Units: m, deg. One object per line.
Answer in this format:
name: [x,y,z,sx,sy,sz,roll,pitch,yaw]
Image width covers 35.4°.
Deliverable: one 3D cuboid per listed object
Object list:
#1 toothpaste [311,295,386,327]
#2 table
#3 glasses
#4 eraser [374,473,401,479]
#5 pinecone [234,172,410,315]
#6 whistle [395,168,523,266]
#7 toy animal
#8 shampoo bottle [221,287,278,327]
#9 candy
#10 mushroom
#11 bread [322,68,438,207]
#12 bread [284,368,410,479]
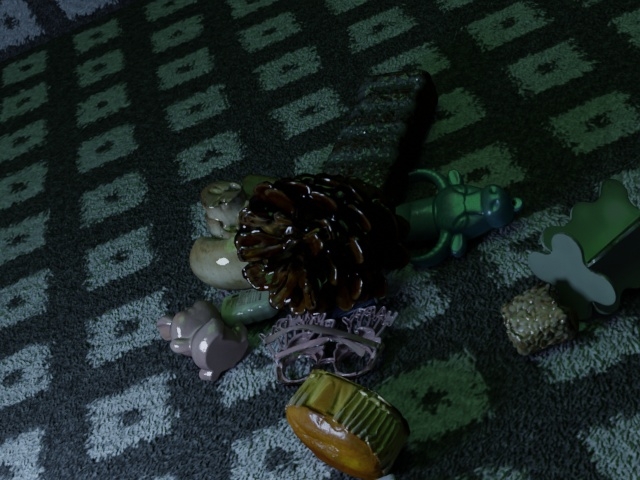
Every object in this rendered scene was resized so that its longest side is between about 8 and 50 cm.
toothpaste: [0.051,0.123,1.766,0.140,0.021,0.037,-24,39,4]
table: [0.454,0.006,1.575,0.198,0.166,0.167,-35,37,-26]
glasses: [0.001,0.155,1.697,0.256,0.095,0.162,-6,36,20]
eraser: [-0.060,0.455,1.364,0.397,0.082,0.213,-22,37,4]
pinecone: [-0.001,0.007,1.690,0.296,0.242,0.298,-12,2,-44]
whistle: [0.232,-0.045,1.814,0.274,0.093,0.186,-10,65,24]
toy animal: [-0.231,0.158,1.808,0.124,0.124,0.212,-41,43,-21]
shampoo bottle: [-0.105,0.115,1.846,0.152,0.045,0.077,-16,35,15]
candy: [0.337,0.122,1.551,0.110,0.085,0.095,-32,42,8]
mushroom: [-0.122,-0.023,1.905,0.189,0.195,0.253,6,49,30]
bread: [0.116,-0.195,2.049,0.165,0.113,0.416,-5,41,28]
bread: [0.035,0.276,1.493,0.191,0.132,0.114,12,51,42]
